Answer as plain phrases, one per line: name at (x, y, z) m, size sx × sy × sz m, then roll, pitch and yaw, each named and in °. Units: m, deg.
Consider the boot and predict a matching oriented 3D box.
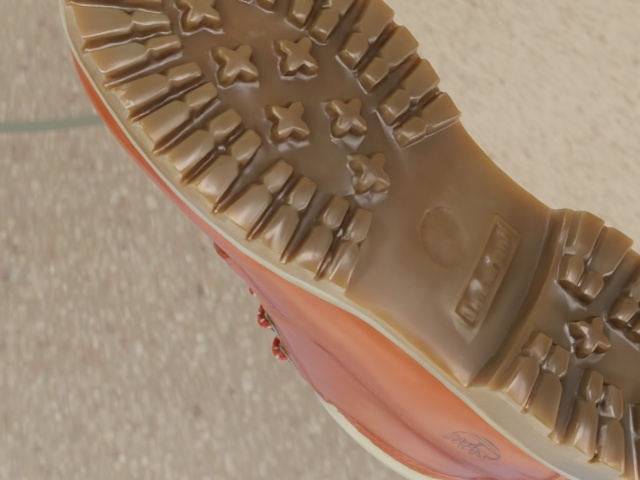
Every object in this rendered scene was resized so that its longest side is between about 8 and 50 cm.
boot at (0.000, 0.000, 0.407) m, size 0.158 × 0.085 × 0.059 m, roll 43°, pitch 62°, yaw -15°
